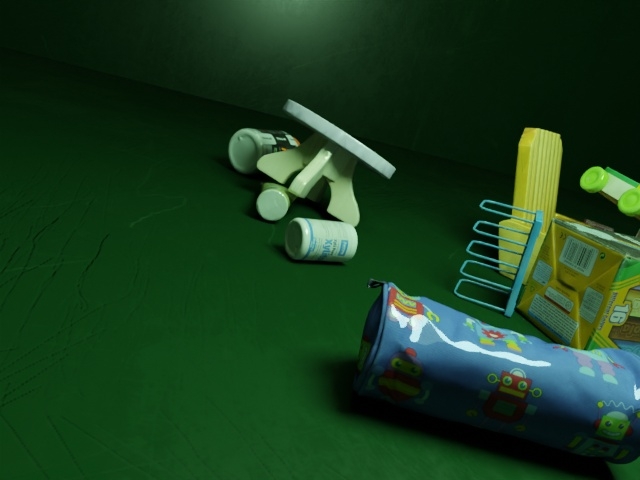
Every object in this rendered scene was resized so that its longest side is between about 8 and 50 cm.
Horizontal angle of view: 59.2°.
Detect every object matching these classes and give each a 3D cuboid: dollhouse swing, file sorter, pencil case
[{"bbox_3d":[0.572,-0.053,1.230,0.315,0.304,0.347,26,19,30],"label":"dollhouse swing"},{"bbox_3d":[0.310,0.024,0.983,0.105,0.170,0.118,18,17,18],"label":"file sorter"},{"bbox_3d":[0.182,0.137,0.595,0.307,0.119,0.133,16,15,-1],"label":"pencil case"}]

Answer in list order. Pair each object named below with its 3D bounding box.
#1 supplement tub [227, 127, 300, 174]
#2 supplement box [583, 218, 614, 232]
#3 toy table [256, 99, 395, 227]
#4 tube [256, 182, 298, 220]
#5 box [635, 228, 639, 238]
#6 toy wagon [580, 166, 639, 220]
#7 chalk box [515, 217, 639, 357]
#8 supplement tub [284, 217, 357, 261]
[{"bbox_3d":[-0.138,-0.229,1.462,0.117,0.116,0.190,25,20,28],"label":"supplement tub"},{"bbox_3d":[0.709,0.014,1.476,0.081,0.104,0.188,23,19,21],"label":"supplement box"},{"bbox_3d":[0.004,-0.161,1.214,0.274,0.160,0.252,34,6,18],"label":"toy table"},{"bbox_3d":[-0.092,-0.090,1.183,0.062,0.070,0.240,-28,12,6],"label":"tube"},{"bbox_3d":[1.048,0.087,1.497,0.191,0.143,0.381,5,22,-32],"label":"box"},{"bbox_3d":[0.703,-0.039,1.158,0.267,0.068,0.344,26,18,-25],"label":"toy wagon"},{"bbox_3d":[0.516,0.095,0.932,0.289,0.179,0.180,11,17,-19],"label":"chalk box"},{"bbox_3d":[0.000,0.000,0.945,0.107,0.070,0.071,4,21,-32],"label":"supplement tub"}]
